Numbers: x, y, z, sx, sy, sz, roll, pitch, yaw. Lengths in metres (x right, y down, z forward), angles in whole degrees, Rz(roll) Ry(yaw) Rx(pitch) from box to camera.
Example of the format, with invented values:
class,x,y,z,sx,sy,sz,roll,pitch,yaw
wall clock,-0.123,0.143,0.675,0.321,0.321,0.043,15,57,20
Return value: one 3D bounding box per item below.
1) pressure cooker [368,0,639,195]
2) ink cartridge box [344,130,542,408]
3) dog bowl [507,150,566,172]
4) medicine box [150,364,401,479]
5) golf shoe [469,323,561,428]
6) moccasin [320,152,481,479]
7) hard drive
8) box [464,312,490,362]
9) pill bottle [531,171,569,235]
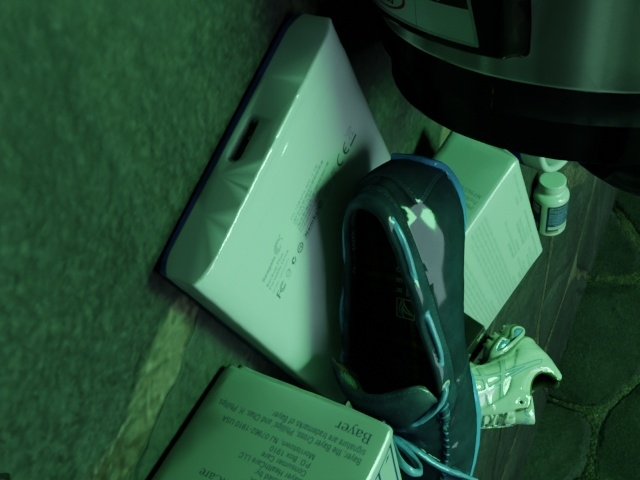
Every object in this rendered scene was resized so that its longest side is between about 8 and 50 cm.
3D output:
class,x,y,z,sx,sy,sz,roll,pitch,yaw
pressure cooker,0.220,-0.246,0.558,0.370,0.375,0.421,-52,147,-43
ink cartridge box,0.117,0.094,0.933,0.385,0.091,0.308,-53,153,-4
dog bowl,0.300,-0.229,1.008,0.265,0.104,0.265,-40,143,-40
medicine box,-0.053,0.295,0.584,0.289,0.149,0.264,-56,149,-32
golf shoe,0.168,0.158,0.756,0.176,0.086,0.069,-37,151,-25
moccasin,0.052,0.102,0.643,0.117,0.137,0.342,-31,118,-50
hard drive,0.000,0.000,0.642,0.210,0.040,0.319,-65,154,-17
box,0.125,0.111,0.797,0.083,0.062,0.052,-51,153,-5
pill bottle,0.439,-0.072,1.469,0.067,0.067,0.120,-55,149,-35
